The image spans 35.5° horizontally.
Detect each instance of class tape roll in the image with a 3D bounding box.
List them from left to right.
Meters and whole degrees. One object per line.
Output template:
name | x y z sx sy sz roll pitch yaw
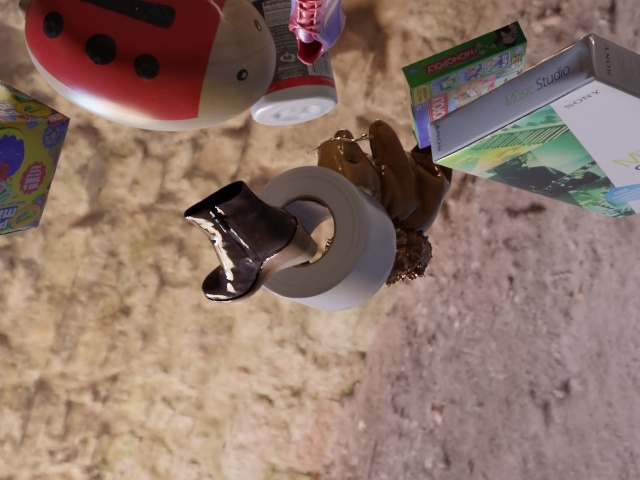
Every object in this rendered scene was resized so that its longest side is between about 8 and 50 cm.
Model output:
tape roll | 0.000 0.000 1.844 0.169 0.246 0.246 26 -103 -65

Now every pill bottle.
pill bottle | -0.078 -0.405 2.000 0.176 0.176 0.318 147 114 -67

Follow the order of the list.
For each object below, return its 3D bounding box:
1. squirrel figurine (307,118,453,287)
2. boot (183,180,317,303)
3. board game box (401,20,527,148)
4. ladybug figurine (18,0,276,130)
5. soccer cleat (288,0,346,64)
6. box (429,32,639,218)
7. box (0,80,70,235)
squirrel figurine | 0.111 -0.067 2.210 0.370 0.281 0.397 -8 -84 -63
boot | -0.152 0.002 1.637 0.248 0.207 0.090 -26 45 29
board game box | 0.265 -0.277 1.838 0.317 0.213 0.046 57 -169 -74
ladybug figurine | -0.296 -0.350 1.686 0.162 0.449 0.305 98 -178 -76
soccer cleat | -0.012 -0.337 1.427 0.095 0.083 0.248 -63 -12 -10
box | 0.316 -0.110 1.104 0.232 0.322 0.058 -26 57 50
box | -0.544 -0.131 1.309 0.290 0.279 0.177 -20 -45 -64
